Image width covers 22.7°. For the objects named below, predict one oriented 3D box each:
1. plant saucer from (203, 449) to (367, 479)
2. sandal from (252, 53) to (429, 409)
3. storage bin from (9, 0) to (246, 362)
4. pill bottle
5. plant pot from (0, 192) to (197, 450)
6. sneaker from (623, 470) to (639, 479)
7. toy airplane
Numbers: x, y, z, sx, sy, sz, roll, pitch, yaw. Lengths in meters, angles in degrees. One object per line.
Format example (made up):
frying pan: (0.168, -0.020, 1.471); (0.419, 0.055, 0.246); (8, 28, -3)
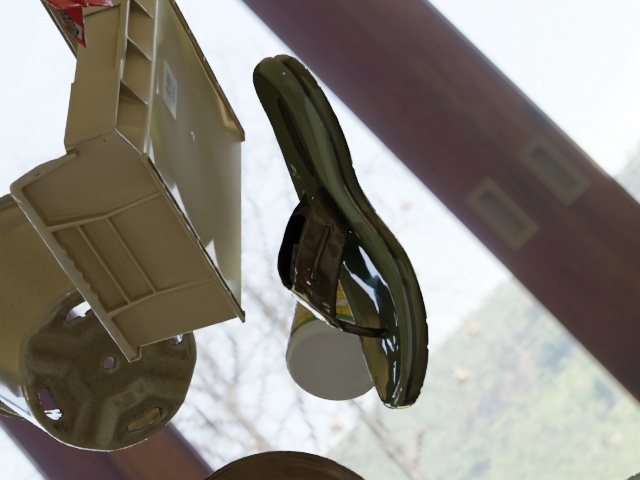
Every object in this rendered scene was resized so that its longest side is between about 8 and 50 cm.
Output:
plant saucer: (-0.038, 0.371, 1.773); (0.278, 0.278, 0.041); (-47, 3, 11)
sandal: (-0.001, -0.001, 1.273); (0.086, 0.302, 0.120); (-22, -9, -19)
storage bin: (-0.169, -0.080, 1.456); (0.123, 0.262, 0.260); (-15, -46, 14)
pill bottle: (0.027, 0.084, 1.913); (0.117, 0.118, 0.208); (-54, 14, 33)
plant pot: (-0.310, 0.117, 2.051); (0.334, 0.334, 0.305); (-40, 25, -11)
sneaker: (0.327, 0.250, 1.415); (0.153, 0.094, 0.235); (-13, -34, -36)
toy airplane: (-0.203, -0.192, 1.093); (0.028, 0.151, 0.151); (-50, -17, 26)
